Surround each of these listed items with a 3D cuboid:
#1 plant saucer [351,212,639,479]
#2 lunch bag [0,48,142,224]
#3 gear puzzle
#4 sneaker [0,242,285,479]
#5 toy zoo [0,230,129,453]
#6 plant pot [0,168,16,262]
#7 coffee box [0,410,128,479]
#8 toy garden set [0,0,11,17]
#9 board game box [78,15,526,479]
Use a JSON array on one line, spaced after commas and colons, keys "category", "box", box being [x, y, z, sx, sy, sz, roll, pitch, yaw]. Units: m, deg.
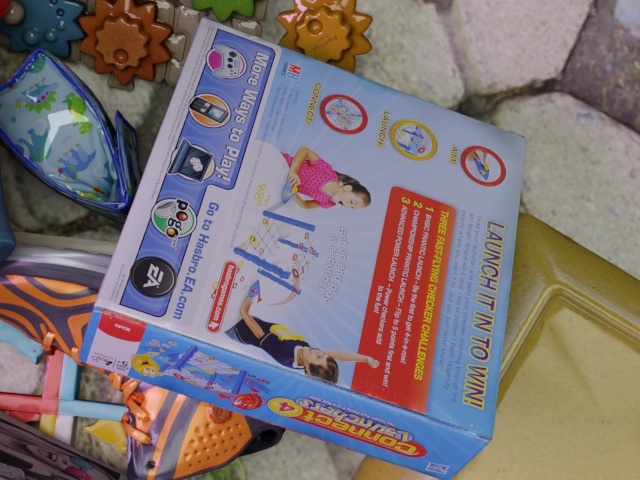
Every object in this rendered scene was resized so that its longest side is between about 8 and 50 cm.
[{"category": "plant saucer", "box": [0.236, 0.190, 1.046, 0.333, 0.081, 0.332, 31, 85, 1]}, {"category": "lunch bag", "box": [-0.208, -0.078, 1.032, 0.096, 0.129, 0.151, -39, 87, -3]}, {"category": "gear puzzle", "box": [-0.121, -0.198, 1.044, 0.339, 0.044, 0.175, 13, 118, -1]}, {"category": "sneaker", "box": [-0.172, 0.107, 0.989, 0.321, 0.124, 0.180, 11, 83, -1]}, {"category": "toy zoo", "box": [-0.230, 0.143, 1.063, 0.192, 0.030, 0.293, 7, 85, -1]}, {"category": "plant pot", "box": [-0.353, -0.073, 0.869, 0.272, 0.271, 0.255, -26, 85, -3]}, {"category": "coffee box", "box": [-0.232, 0.362, 0.873, 0.334, 0.338, 0.337, 26, 92, -1]}, {"category": "toy garden set", "box": [-0.382, -0.175, 1.040, 0.244, 0.049, 0.204, -43, 83, -2]}, {"category": "board game box", "box": [0.000, 0.000, 0.960, 0.302, 0.086, 0.308, 20, 53, -8]}]
